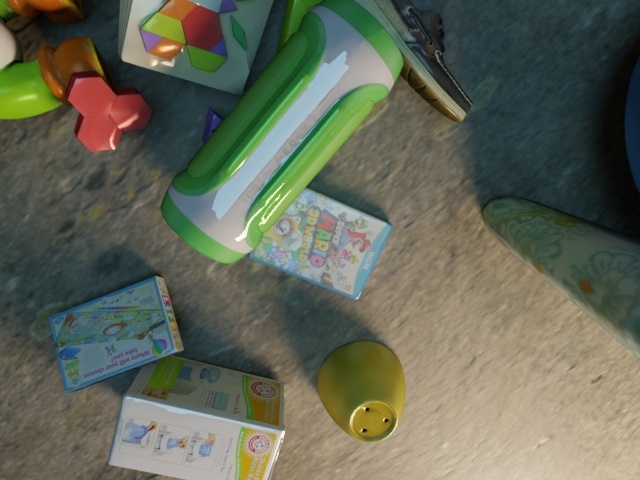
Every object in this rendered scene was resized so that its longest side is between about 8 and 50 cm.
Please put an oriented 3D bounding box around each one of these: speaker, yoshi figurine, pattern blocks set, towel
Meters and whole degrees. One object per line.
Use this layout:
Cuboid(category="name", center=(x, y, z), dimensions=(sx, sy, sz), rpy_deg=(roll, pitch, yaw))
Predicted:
Cuboid(category="speaker", center=(-0.046, -0.117, 0.481), dimensions=(0.131, 0.131, 0.296), rpy_deg=(40, 97, -14))
Cuboid(category="yoshi figurine", center=(-0.418, -0.165, 0.446), dimensions=(0.361, 0.204, 0.203), rpy_deg=(-22, 147, -13))
Cuboid(category="pattern blocks set", center=(-0.118, -0.244, 0.418), dimensions=(0.285, 0.026, 0.325), rpy_deg=(-12, 132, -31))
Cuboid(category="towel", center=(0.408, 0.068, 0.476), dimensions=(0.374, 0.320, 0.090), rpy_deg=(18, 106, -10))

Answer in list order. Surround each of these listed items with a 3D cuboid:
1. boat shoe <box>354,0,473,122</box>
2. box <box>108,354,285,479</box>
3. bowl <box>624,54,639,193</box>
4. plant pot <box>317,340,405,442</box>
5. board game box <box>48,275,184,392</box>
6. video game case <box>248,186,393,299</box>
Cuboid(category="boat shoe", center=(0.108, -0.236, 0.491), dimensions=(0.223, 0.080, 0.073), rpy_deg=(43, 103, -10))
Cuboid(category="box", center=(-0.157, 0.245, 0.581), dimensions=(0.203, 0.114, 0.103), rpy_deg=(16, 102, -7))
Cuboid(category="bowl", center=(0.551, -0.141, 0.510), dimensions=(0.390, 0.077, 0.392), rpy_deg=(0, 90, -9))
Cuboid(category="plant pot", center=(0.065, 0.226, 0.606), dimensions=(0.134, 0.095, 0.134), rpy_deg=(-1, 105, -4))
Cuboid(category="board game box", center=(-0.269, 0.123, 0.560), dimensions=(0.154, 0.026, 0.104), rpy_deg=(-20, 77, 1))
Cuboid(category="video game case", center=(0.000, 0.000, 0.580), dimensions=(0.166, 0.015, 0.119), rpy_deg=(22, 102, -11))
